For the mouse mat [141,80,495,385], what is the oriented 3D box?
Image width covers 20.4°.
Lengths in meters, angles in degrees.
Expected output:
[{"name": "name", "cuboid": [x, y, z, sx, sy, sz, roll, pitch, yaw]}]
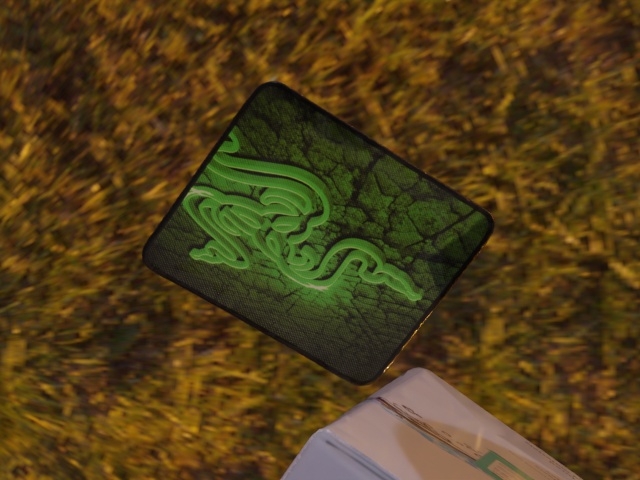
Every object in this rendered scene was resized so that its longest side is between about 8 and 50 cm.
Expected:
[{"name": "mouse mat", "cuboid": [0.000, 0.000, 1.147, 0.190, 0.007, 0.152, 31, 108, -18]}]

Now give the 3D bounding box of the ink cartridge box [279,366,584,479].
[{"name": "ink cartridge box", "cuboid": [0.045, 0.192, 0.708, 0.197, 0.270, 0.198, 36, 97, 8]}]
